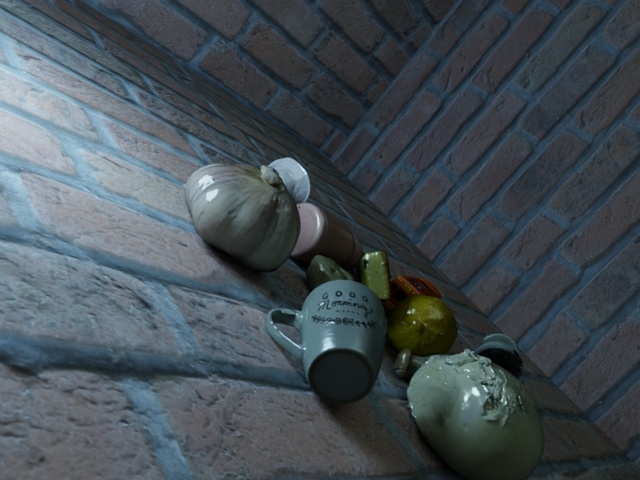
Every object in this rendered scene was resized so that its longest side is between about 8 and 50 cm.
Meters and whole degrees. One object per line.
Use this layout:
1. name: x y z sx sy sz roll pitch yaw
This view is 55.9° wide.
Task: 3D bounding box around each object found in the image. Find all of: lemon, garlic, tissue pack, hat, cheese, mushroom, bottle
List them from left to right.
1. garlic: -0.190 -0.071 1.495 0.322 0.241 0.322 38 -9 7
2. hat: -0.148 -0.200 2.192 0.203 0.203 0.126 43 28 13
3. bottle: 0.000 0.000 1.902 0.206 0.173 0.296 10 -9 37
4. cheese: 0.054 0.146 1.702 0.159 0.093 0.263 32 15 -42
5. tissue pack: 0.155 0.112 2.076 0.148 0.109 0.060 44 10 21
6. lemon: 0.297 0.258 1.778 0.204 0.204 0.260 45 7 22
7. mushroom: 0.291 0.365 1.660 0.225 0.093 0.116 12 70 -28

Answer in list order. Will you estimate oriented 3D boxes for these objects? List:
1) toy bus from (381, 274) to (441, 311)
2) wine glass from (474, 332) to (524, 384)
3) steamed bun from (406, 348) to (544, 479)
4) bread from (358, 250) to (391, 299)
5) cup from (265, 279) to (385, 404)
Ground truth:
1. toy bus: 0.327 0.211 2.138 0.143 0.153 0.329 44 13 25
2. wine glass: 0.624 0.440 2.143 0.190 0.190 0.357 42 10 11
3. steamed bun: 0.391 0.411 1.443 0.312 0.233 0.334 33 16 -27
4. bread: 0.159 0.114 1.823 0.361 0.077 0.138 78 7 -84
5. cup: 0.007 0.207 1.245 0.257 0.187 0.234 10 23 1
